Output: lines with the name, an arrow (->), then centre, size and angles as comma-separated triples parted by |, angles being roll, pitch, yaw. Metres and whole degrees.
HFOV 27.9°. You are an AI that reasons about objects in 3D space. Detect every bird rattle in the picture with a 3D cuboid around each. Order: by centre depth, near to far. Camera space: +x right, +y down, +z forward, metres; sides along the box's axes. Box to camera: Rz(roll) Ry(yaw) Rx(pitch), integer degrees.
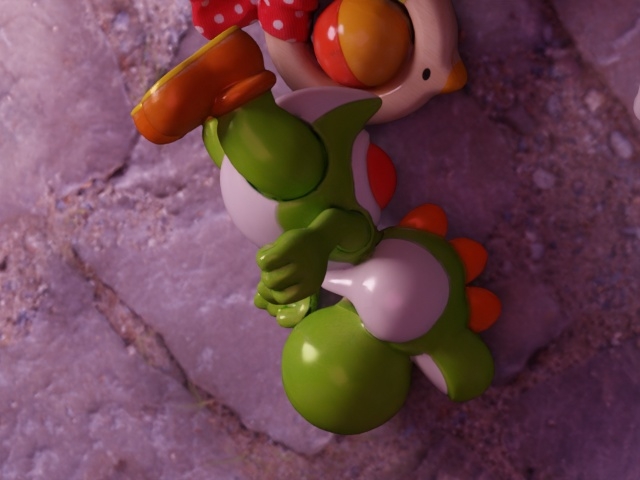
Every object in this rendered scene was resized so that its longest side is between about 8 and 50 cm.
bird rattle -> 0.014, -0.188, 1.048 | 0.254, 0.143, 0.207 | -16, 108, 19

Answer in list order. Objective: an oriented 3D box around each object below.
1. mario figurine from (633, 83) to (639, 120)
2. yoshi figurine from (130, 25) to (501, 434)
mario figurine -> 0.349, -0.174, 0.975 | 0.170, 0.198, 0.320 | 5, 111, 59
yoshi figurine -> -0.019, 0.019, 1.039 | 0.362, 0.203, 0.203 | 48, 131, -9
